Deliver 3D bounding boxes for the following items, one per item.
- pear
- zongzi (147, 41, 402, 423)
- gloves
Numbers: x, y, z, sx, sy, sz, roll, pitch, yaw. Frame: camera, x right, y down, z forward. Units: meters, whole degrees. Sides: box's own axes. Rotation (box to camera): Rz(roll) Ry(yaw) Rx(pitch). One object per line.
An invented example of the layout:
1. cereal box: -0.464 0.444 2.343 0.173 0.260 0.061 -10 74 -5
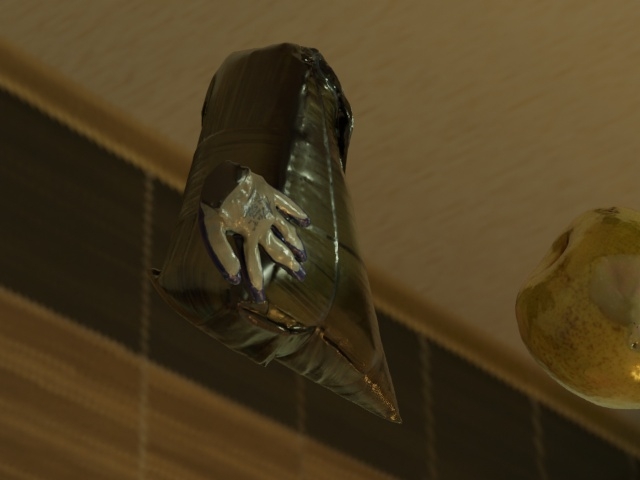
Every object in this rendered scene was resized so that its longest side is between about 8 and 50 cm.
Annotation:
1. pear: 0.260 0.062 1.499 0.178 0.178 0.178 34 44 -39
2. zongzi: 0.000 0.000 1.584 0.300 0.138 0.286 36 54 -35
3. gloves: -0.039 -0.003 0.992 0.086 0.026 0.064 42 70 -37
